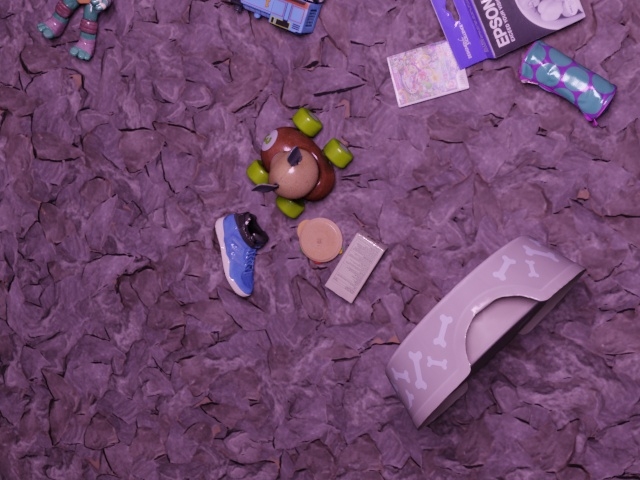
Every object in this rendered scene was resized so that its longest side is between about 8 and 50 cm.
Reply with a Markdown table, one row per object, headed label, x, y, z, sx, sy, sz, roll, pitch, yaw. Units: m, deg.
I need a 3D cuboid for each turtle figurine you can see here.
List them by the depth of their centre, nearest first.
| label | x | y | z | sx | sy | sz | roll | pitch | yaw |
| --- | --- | --- | --- | --- | --- | --- | --- | --- | --- |
| turtle figurine | -0.422 | -0.455 | 1.382 | 0.175 | 0.118 | 0.234 | 43 | 123 | 21 |

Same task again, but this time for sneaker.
| label | x | y | z | sx | sy | sz | roll | pitch | yaw |
| --- | --- | --- | --- | --- | --- | --- | --- | --- | --- |
| sneaker | -0.131 | 0.023 | 1.401 | 0.084 | 0.058 | 0.152 | -15 | 87 | 26 |

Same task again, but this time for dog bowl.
| label | x | y | z | sx | sy | sz | roll | pitch | yaw |
| --- | --- | --- | --- | --- | --- | --- | --- | --- | --- |
| dog bowl | 0.241 | 0.133 | 1.176 | 0.102 | 0.349 | 0.349 | 47 | 108 | 17 |

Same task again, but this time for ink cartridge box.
| label | x | y | z | sx | sy | sz | roll | pitch | yaw |
| --- | --- | --- | --- | --- | --- | --- | --- | --- | --- |
| ink cartridge box | 0.275 | -0.399 | 1.204 | 0.208 | 0.045 | 0.206 | -23 | 104 | 15 |

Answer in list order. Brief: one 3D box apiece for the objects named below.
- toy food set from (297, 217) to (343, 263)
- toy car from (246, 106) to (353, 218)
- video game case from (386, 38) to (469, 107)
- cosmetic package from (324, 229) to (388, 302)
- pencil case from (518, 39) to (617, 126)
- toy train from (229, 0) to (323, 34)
| label | x | y | z | sx | sy | sz | roll | pitch | yaw |
| --- | --- | --- | --- | --- | --- | --- | --- | --- | --- |
| toy food set | 0.000 | 0.000 | 1.380 | 0.083 | 0.020 | 0.083 | -10 | 96 | 17 |
| toy car | -0.056 | -0.124 | 1.289 | 0.149 | 0.188 | 0.155 | 45 | 107 | 5 |
| video game case | 0.179 | -0.280 | 1.291 | 0.122 | 0.011 | 0.087 | -13 | 94 | 17 |
| cosmetic package | 0.063 | 0.046 | 1.358 | 0.060 | 0.041 | 0.115 | 35 | 106 | 8 |
| pencil case | 0.384 | -0.247 | 1.210 | 0.151 | 0.064 | 0.070 | 33 | 93 | 9 |
| toy train | -0.081 | -0.423 | 1.310 | 0.184 | 0.080 | 0.105 | 24 | 110 | 11 |
